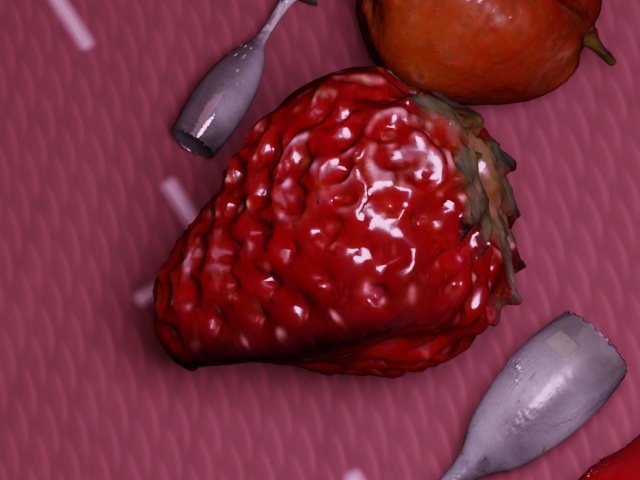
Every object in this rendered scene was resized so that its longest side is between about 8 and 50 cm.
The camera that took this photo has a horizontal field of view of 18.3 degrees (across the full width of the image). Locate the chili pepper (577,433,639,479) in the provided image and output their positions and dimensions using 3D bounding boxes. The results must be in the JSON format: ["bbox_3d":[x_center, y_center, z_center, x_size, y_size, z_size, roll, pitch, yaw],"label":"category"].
[{"bbox_3d":[0.326,0.200,1.785,0.387,0.110,0.110,-40,71,-8],"label":"chili pepper"}]

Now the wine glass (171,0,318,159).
[{"bbox_3d":[-0.078,-0.176,1.990,0.066,0.066,0.198,29,77,16],"label":"wine glass"}]

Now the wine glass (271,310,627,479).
[{"bbox_3d":[0.126,0.161,1.740,0.309,0.264,0.096,-42,63,-8],"label":"wine glass"}]

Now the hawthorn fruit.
[{"bbox_3d":[0.164,-0.228,1.907,0.261,0.224,0.224,14,73,-2],"label":"hawthorn fruit"}]

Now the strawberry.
[{"bbox_3d":[0.000,0.000,1.812,0.345,0.317,0.295,-18,108,19],"label":"strawberry"}]
